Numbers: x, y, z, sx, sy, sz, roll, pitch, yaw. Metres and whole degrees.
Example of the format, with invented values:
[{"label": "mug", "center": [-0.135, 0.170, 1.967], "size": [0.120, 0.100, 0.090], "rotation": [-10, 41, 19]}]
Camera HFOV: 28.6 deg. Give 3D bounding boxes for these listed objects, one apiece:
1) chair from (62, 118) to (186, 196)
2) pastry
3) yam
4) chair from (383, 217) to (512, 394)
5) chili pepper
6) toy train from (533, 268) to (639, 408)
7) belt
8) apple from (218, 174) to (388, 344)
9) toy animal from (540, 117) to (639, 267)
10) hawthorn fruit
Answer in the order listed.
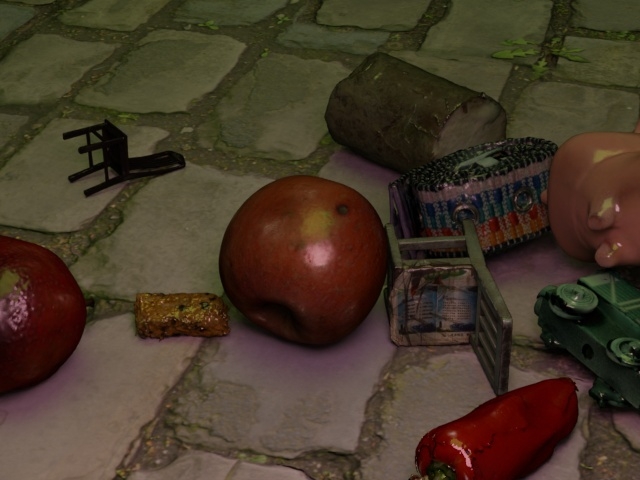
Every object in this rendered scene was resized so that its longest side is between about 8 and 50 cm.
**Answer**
[{"label": "chair", "center": [-0.342, -0.162, 2.241], "size": [0.213, 0.101, 0.084], "rotation": [-20, 36, -28]}, {"label": "pastry", "center": [-0.202, 0.107, 1.837], "size": [0.140, 0.056, 0.080], "rotation": [-2, 43, -7]}, {"label": "yam", "center": [0.161, -0.214, 2.234], "size": [0.300, 0.195, 0.195], "rotation": [27, 40, 37]}, {"label": "chair", "center": [0.170, 0.093, 1.783], "size": [0.147, 0.136, 0.270], "rotation": [-3, 33, -3]}, {"label": "chili pepper", "center": [0.220, 0.248, 1.563], "size": [0.110, 0.110, 0.388], "rotation": [26, 33, 36]}, {"label": "toy train", "center": [0.408, 0.136, 1.718], "size": [0.154, 0.115, 0.269], "rotation": [-10, 32, -27]}, {"label": "belt", "center": [0.262, -0.054, 2.001], "size": [0.295, 0.160, 0.207], "rotation": [-24, 20, -36]}, {"label": "apple", "center": [-0.017, 0.019, 1.787], "size": [0.254, 0.253, 0.253], "rotation": [0, 31, 0]}, {"label": "toy animal", "center": [0.472, -0.059, 1.829], "size": [0.326, 0.237, 0.269], "rotation": [4, 22, 37]}, {"label": "hawthorn fruit", "center": [-0.414, 0.094, 1.728], "size": [0.266, 0.210, 0.230], "rotation": [-10, 24, -44]}]
